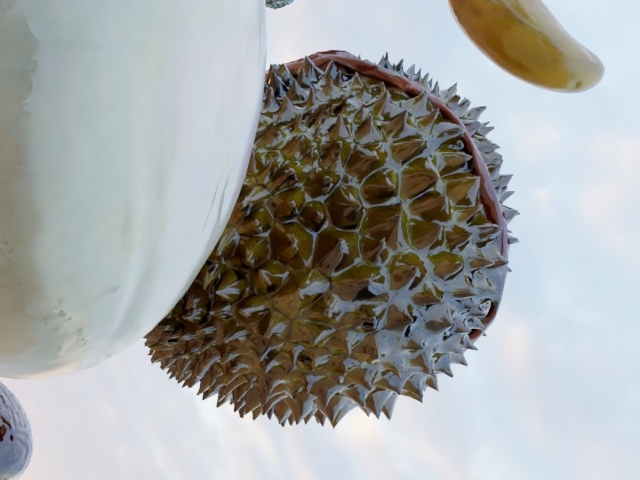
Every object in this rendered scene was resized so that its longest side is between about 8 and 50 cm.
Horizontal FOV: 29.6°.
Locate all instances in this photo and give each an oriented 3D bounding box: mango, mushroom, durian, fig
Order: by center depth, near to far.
[{"bbox_3d":[-0.126,-0.068,0.467,0.246,0.202,0.246,-1,90,-77],"label":"mushroom"},{"bbox_3d":[-0.002,-0.005,1.073,0.347,0.384,0.347,58,-16,28],"label":"durian"},{"bbox_3d":[-0.364,0.159,1.225,0.134,0.146,0.201,-39,-131,45],"label":"fig"},{"bbox_3d":[0.205,-0.214,1.250,0.190,0.098,0.075,42,-36,6],"label":"mango"}]

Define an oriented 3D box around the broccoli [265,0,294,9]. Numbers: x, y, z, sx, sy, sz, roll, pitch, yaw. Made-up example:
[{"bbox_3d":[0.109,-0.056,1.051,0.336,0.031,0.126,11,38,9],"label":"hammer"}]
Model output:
[{"bbox_3d":[-0.062,-0.455,1.479,0.321,0.283,0.304,-64,-150,19],"label":"broccoli"}]
